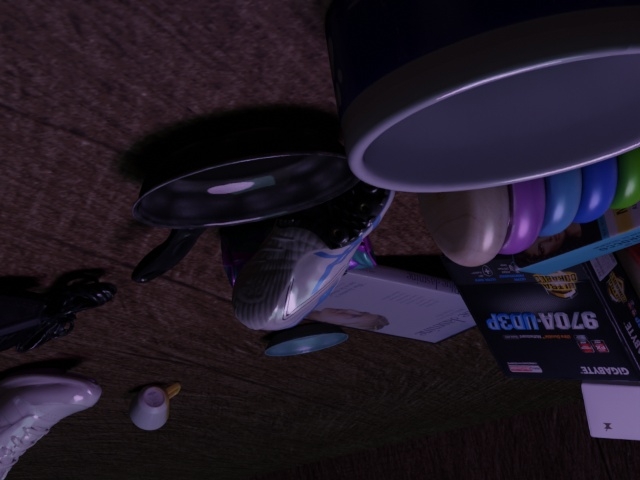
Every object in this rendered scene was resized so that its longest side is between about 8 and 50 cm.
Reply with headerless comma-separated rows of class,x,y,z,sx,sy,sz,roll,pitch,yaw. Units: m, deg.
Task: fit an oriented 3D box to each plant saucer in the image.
plant saucer,-0.021,0.136,2.061,0.119,0.021,0.119,-11,165,-3

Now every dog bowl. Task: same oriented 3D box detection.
dog bowl,0.139,-0.124,1.011,0.264,0.104,0.265,-11,166,-3

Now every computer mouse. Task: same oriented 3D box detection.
computer mouse,-0.362,0.083,1.511,0.272,0.072,0.188,-15,170,-42

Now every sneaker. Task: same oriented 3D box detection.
sneaker,-0.418,0.259,1.965,0.305,0.152,0.114,-18,162,20
sneaker,0.000,0.000,1.379,0.086,0.085,0.237,-14,154,-45

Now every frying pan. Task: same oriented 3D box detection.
frying pan,-0.071,-0.035,1.302,0.197,0.053,0.326,-9,168,-10

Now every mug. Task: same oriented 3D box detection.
mug,-0.254,0.242,2.247,0.062,0.078,0.064,23,151,-3

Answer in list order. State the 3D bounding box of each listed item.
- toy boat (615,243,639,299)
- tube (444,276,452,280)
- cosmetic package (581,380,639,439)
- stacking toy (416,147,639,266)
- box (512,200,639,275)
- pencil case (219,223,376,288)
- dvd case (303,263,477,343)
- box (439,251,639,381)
toy boat,0.321,0.015,1.687,0.151,0.151,0.231,-37,176,-24
tube,0.158,0.074,1.908,0.240,0.062,0.070,-9,123,11
cosmetic package,0.520,0.113,1.722,0.377,0.284,0.097,0,130,24
stacking toy,0.250,-0.079,1.255,0.330,0.141,0.141,-13,167,-17
box,0.293,-0.050,1.431,0.244,0.101,0.060,-22,161,36
pencil case,-0.023,0.009,1.481,0.151,0.065,0.070,-11,179,-3
dvd case,0.090,0.078,1.813,0.253,0.022,0.180,12,156,-28
box,0.252,0.070,1.617,0.051,0.175,0.220,-40,-160,-30
